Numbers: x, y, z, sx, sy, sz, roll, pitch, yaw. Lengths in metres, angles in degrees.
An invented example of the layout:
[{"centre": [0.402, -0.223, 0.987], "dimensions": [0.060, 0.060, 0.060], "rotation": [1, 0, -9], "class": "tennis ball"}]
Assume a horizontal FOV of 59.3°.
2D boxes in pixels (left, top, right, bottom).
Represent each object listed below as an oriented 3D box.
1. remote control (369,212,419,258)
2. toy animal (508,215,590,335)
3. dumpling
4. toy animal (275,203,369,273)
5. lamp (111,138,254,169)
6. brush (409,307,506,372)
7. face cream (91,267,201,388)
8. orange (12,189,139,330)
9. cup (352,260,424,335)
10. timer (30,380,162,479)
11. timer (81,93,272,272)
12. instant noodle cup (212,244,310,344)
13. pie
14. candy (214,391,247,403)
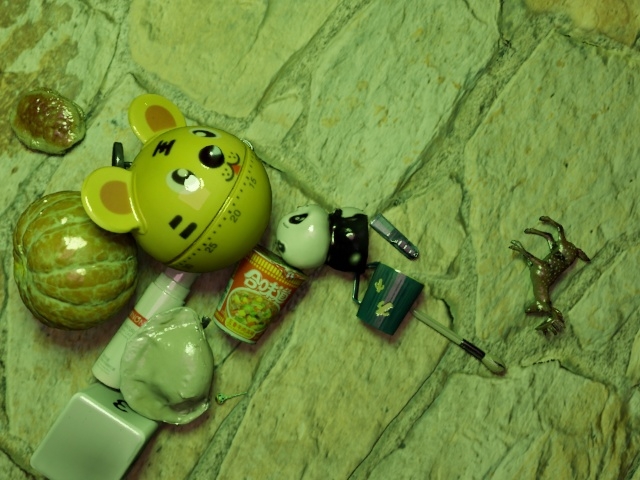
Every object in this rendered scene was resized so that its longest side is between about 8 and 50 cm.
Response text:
[{"centre": [0.200, -0.008, 1.492], "dimensions": [0.152, 0.027, 0.043], "rotation": [41, 88, 2], "class": "remote control"}, {"centre": [0.605, 0.090, 1.479], "dimensions": [0.243, 0.087, 0.260], "rotation": [-39, 86, -4], "class": "toy animal"}, {"centre": [-0.357, 0.300, 1.364], "dimensions": [0.204, 0.163, 0.293], "rotation": [-3, 99, 6], "class": "dumpling"}, {"centre": [0.004, -0.008, 1.401], "dimensions": [0.234, 0.187, 0.165], "rotation": [6, 98, -3], "class": "toy animal"}, {"centre": [-0.357, -0.203, 1.433], "dimensions": [0.370, 0.108, 0.130], "rotation": [-1, 90, -4], "class": "lamp"}, {"centre": [0.357, 0.258, 1.473], "dimensions": [0.299, 0.042, 0.039], "rotation": [33, 124, 0], "class": "brush"}, {"centre": [-0.428, 0.199, 1.400], "dimensions": [0.101, 0.102, 0.346], "rotation": [33, 85, 0], "class": "face cream"}, {"centre": [-0.567, 0.045, 1.305], "dimensions": [0.249, 0.329, 0.330], "rotation": [-11, 84, -48], "class": "orange"}, {"centre": [0.156, 0.141, 1.438], "dimensions": [0.176, 0.131, 0.155], "rotation": [26, 88, 29], "class": "cup"}, {"centre": [-0.518, 0.469, 1.325], "dimensions": [0.192, 0.195, 0.194], "rotation": [33, 85, 0], "class": "timer"}, {"centre": [-0.307, -0.116, 1.271], "dimensions": [0.387, 0.376, 0.376], "rotation": [38, 83, -29], "class": "timer"}, {"centre": [-0.159, 0.136, 1.391], "dimensions": [0.193, 0.193, 0.212], "rotation": [31, 92, 0], "class": "instant noodle cup"}, {"centre": [-0.698, -0.306, 1.439], "dimensions": [0.193, 0.079, 0.163], "rotation": [21, 88, -1], "class": "pie"}, {"centre": [-0.229, 0.397, 1.438], "dimensions": [0.083, 0.025, 0.023], "rotation": [-13, 114, -13], "class": "candy"}]
